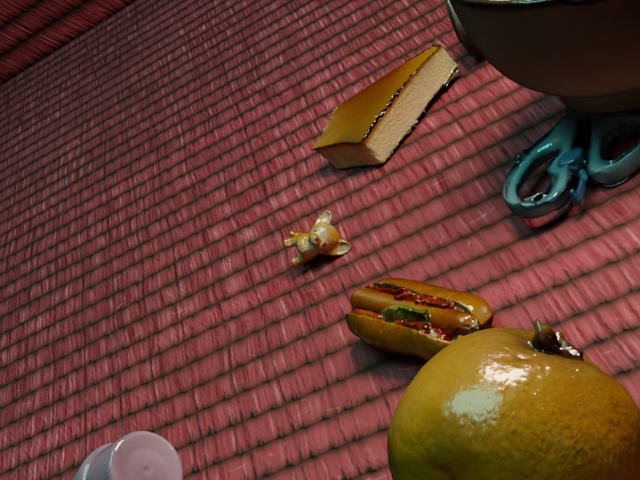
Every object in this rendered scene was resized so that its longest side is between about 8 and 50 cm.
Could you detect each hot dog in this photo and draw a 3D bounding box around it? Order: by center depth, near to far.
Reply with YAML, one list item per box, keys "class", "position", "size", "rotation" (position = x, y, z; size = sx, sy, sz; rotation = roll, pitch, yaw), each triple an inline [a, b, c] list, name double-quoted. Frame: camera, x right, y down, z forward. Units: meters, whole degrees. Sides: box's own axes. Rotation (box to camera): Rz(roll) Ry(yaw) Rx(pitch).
- class: "hot dog"
  position: [0.101, 0.079, 1.751]
  size: [0.092, 0.062, 0.236]
  rotation: [-44, 22, -21]

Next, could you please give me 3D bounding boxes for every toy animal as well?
- class: "toy animal"
  position: [0.000, 0.000, 2.104]
  size: [0.083, 0.060, 0.081]
  rotation: [-26, -12, 31]

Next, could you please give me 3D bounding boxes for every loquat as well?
- class: "loquat"
  position: [0.153, 0.164, 1.304]
  size: [0.208, 0.208, 0.208]
  rotation: [-33, 22, 15]

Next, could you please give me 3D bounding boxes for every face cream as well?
- class: "face cream"
  position: [-0.254, 0.292, 1.889]
  size: [0.274, 0.096, 0.154]
  rotation: [-35, 20, 49]

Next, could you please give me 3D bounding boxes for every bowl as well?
- class: "bowl"
  position: [0.321, -0.260, 1.845]
  size: [0.354, 0.185, 0.354]
  rotation: [-17, 27, 9]

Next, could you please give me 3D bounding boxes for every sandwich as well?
- class: "sandwich"
  position: [0.081, -0.181, 2.313]
  size: [0.193, 0.058, 0.162]
  rotation: [-51, 23, -22]

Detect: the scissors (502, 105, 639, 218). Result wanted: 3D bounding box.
- class: "scissors"
  position: [0.300, -0.145, 1.913]
  size: [0.180, 0.032, 0.393]
  rotation: [-21, 26, 24]

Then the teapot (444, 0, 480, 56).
- class: "teapot"
  position: [0.235, -0.309, 2.301]
  size: [0.108, 0.149, 0.111]
  rotation: [-18, 65, 12]
